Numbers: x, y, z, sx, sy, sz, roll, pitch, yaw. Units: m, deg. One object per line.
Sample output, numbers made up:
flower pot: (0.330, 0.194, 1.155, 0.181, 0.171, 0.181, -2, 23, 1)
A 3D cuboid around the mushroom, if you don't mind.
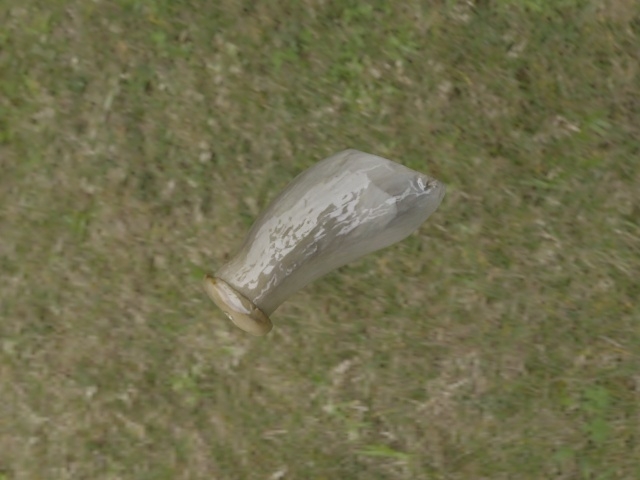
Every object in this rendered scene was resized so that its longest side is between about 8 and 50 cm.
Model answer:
mushroom: (-0.003, -0.010, 1.370, 0.247, 0.096, 0.108, -35, 95, -11)
